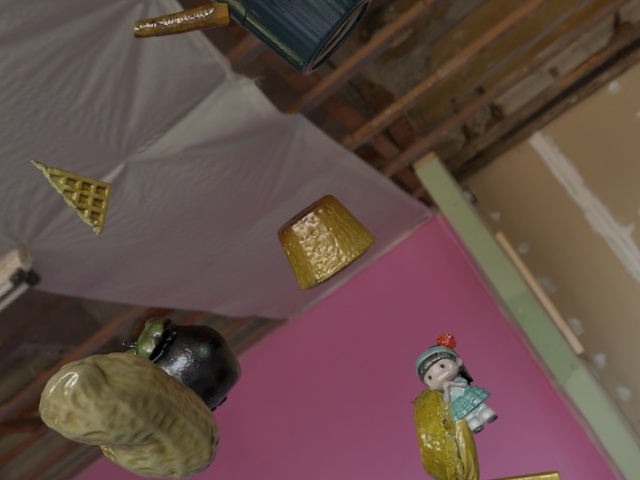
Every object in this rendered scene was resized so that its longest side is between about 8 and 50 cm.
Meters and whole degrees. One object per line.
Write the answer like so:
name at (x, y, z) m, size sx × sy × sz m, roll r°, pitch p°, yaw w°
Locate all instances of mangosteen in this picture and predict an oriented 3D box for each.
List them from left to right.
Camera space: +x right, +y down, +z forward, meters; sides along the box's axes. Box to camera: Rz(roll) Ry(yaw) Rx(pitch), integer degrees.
mangosteen at (-0.292, 0.261, 1.627) m, size 0.243 × 0.242 × 0.243 m, roll -26°, pitch -21°, yaw -11°

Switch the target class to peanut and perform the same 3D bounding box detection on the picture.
peanut at (-0.260, 0.247, 1.102) m, size 0.153 × 0.140 × 0.325 m, roll -40°, pitch -41°, yaw 8°

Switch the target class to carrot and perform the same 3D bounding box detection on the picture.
carrot at (-0.238, -0.375, 1.346) m, size 0.171 × 0.042 × 0.042 m, roll -8°, pitch -20°, yaw 7°

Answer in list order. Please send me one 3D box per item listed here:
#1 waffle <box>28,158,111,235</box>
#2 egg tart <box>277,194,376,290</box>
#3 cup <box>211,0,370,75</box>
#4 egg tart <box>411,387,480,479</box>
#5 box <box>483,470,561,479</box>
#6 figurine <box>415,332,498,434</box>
waffle at (-0.531, -0.087, 1.643) m, size 0.032 × 0.125 × 0.191 m, roll 7°, pitch -5°, yaw 43°
egg tart at (0.000, 0.000, 1.697) m, size 0.203 × 0.147 × 0.202 m, roll -35°, pitch 8°, yaw 6°
cup at (-0.057, -0.523, 1.637) m, size 0.242 × 0.292 × 0.308 m, roll -49°, pitch 0°, yaw 28°
egg tart at (0.254, 0.396, 1.614) m, size 0.116 × 0.294 × 0.295 m, roll -9°, pitch -20°, yaw 6°
box at (0.234, 0.335, 0.858) m, size 0.087 × 0.155 × 0.023 m, roll -13°, pitch -9°, yaw 18°
figurine at (0.149, 0.155, 0.852) m, size 0.060 × 0.106 × 0.047 m, roll -48°, pitch -27°, yaw 20°
